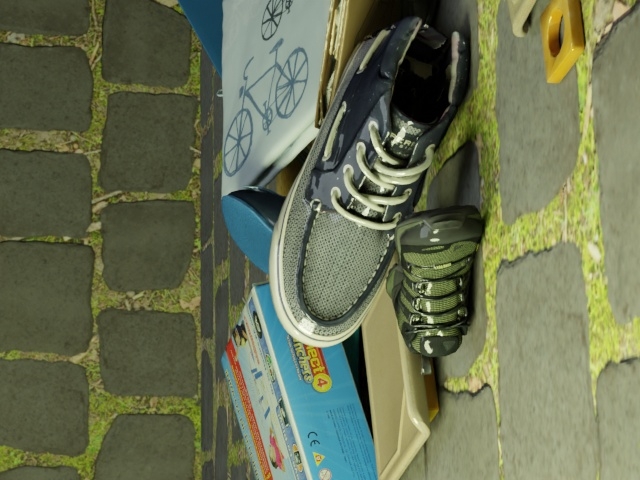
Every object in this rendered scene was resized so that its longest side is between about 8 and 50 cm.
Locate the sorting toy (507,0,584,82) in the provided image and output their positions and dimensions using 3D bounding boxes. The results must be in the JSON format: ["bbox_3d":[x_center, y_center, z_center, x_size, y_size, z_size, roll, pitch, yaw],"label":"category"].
[{"bbox_3d":[0.164,-0.293,1.252,0.196,0.047,0.347,108,160,-56],"label":"sorting toy"}]

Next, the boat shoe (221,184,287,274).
[{"bbox_3d":[-0.016,0.001,1.765,0.258,0.089,0.109,33,142,43],"label":"boat shoe"}]

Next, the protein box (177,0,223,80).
[{"bbox_3d":[-0.119,-0.331,2.197,0.199,0.136,0.201,61,-178,-9],"label":"protein box"}]

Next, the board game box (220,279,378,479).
[{"bbox_3d":[-0.025,0.234,1.883,0.302,0.086,0.308,118,137,-67],"label":"board game box"}]

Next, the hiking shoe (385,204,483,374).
[{"bbox_3d":[0.115,0.047,1.426,0.227,0.086,0.114,94,164,-67],"label":"hiking shoe"}]

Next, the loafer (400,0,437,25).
[{"bbox_3d":[0.091,-0.283,1.585,0.062,0.061,0.170,-115,28,-64],"label":"loafer"}]

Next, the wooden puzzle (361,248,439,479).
[{"bbox_3d":[0.086,0.140,1.642,0.238,0.044,0.221,102,164,-62],"label":"wooden puzzle"}]

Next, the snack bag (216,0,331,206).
[{"bbox_3d":[-0.049,-0.244,1.889,0.323,0.037,0.342,-44,42,52],"label":"snack bag"}]

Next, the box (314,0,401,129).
[{"bbox_3d":[0.048,-0.229,1.647,0.201,0.021,0.164,-51,-26,-54],"label":"box"}]

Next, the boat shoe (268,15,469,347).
[{"bbox_3d":[0.047,-0.064,1.492,0.158,0.127,0.340,157,129,-74],"label":"boat shoe"}]

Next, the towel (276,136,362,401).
[{"bbox_3d":[0.000,0.000,1.909,0.271,0.040,0.370,-127,35,-55],"label":"towel"}]
